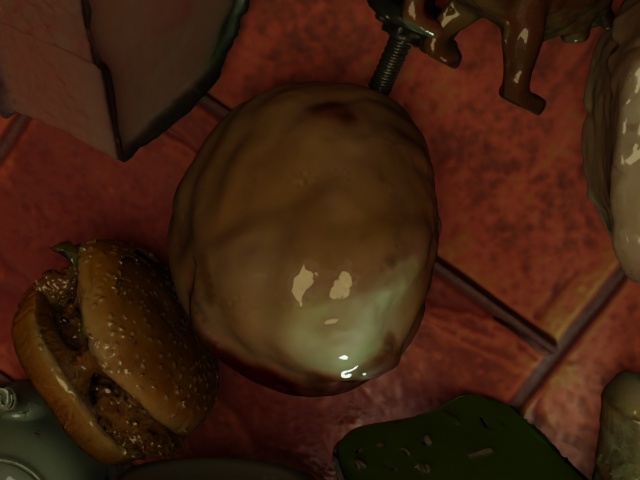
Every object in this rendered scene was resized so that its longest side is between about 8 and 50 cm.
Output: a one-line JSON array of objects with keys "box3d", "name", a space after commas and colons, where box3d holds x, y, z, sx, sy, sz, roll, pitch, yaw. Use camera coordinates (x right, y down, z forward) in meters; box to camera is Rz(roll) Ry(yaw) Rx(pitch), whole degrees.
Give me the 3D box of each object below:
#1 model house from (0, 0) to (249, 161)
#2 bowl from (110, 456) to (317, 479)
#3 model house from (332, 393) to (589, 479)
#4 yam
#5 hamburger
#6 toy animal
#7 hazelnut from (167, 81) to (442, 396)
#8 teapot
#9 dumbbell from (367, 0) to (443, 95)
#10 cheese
[{"box3d": [-0.205, -0.229, 1.566, 0.237, 0.202, 0.237, 23, 147, 24], "name": "model house"}, {"box3d": [-0.088, 0.286, 1.609, 0.353, 0.354, 0.185, 3, 97, 7], "name": "bowl"}, {"box3d": [0.137, 0.284, 1.611, 0.294, 0.207, 0.154, 47, 136, 36], "name": "model house"}, {"box3d": [0.247, 0.286, 1.692, 0.081, 0.081, 0.357, 9, 108, 5], "name": "yam"}, {"box3d": [-0.163, 0.095, 1.637, 0.118, 0.191, 0.182, -33, 128, 23], "name": "hamburger"}, {"box3d": [0.122, -0.208, 1.493, 0.312, 0.097, 0.158, 30, 89, -44], "name": "toy animal"}, {"box3d": [0.000, 0.000, 1.586, 0.241, 0.261, 0.261, 2, 108, -24], "name": "hazelnut"}, {"box3d": [-0.265, 0.220, 1.708, 0.159, 0.159, 0.232, 5, 106, 6], "name": "teapot"}, {"box3d": [0.095, -0.232, 1.567, 0.081, 0.081, 0.254, 24, 108, 0], "name": "dumbbell"}, {"box3d": [0.355, -0.100, 1.512, 0.332, 0.153, 0.292, -25, 107, 3], "name": "cheese"}]
